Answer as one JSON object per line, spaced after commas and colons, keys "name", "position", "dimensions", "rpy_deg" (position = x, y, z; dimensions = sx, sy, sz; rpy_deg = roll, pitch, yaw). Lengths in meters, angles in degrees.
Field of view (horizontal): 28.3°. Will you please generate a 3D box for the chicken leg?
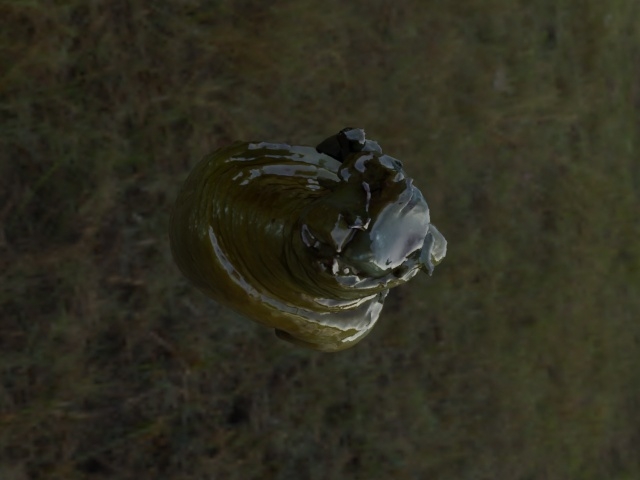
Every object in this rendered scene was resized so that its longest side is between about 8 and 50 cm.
{"name": "chicken leg", "position": [0.000, 0.000, 0.526], "dimensions": [0.103, 0.228, 0.088], "rpy_deg": [45, 75, -17]}
